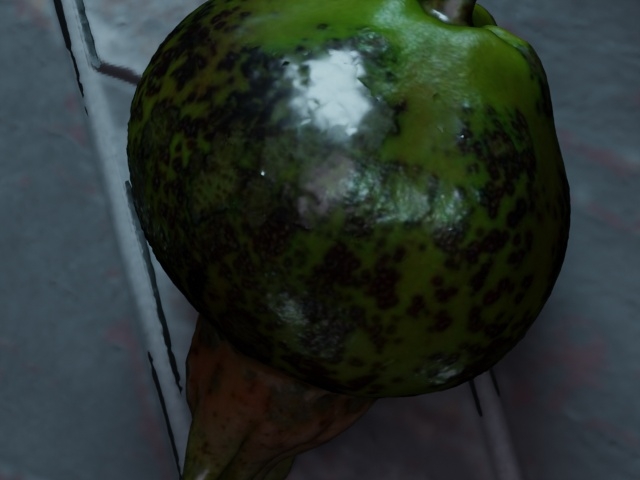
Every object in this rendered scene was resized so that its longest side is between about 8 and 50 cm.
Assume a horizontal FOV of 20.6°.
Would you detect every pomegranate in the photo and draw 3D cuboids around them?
[{"bbox_3d":[0.017,0.004,0.858,0.204,0.222,0.276,-8,115,-1],"label":"pomegranate"}]
